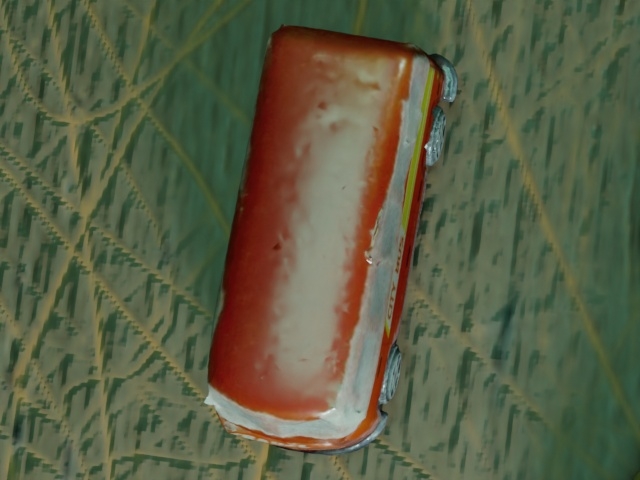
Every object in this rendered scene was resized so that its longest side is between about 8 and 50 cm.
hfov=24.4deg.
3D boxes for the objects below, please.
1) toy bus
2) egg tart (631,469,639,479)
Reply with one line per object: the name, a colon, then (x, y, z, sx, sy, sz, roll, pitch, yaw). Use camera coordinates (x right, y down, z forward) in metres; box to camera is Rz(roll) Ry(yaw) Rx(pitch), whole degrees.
toy bus: (0.000, 0.000, 0.595, 0.079, 0.077, 0.174, 11, 87, 12)
egg tart: (0.219, 0.167, 0.527, 0.288, 0.118, 0.288, -2, 82, 11)
